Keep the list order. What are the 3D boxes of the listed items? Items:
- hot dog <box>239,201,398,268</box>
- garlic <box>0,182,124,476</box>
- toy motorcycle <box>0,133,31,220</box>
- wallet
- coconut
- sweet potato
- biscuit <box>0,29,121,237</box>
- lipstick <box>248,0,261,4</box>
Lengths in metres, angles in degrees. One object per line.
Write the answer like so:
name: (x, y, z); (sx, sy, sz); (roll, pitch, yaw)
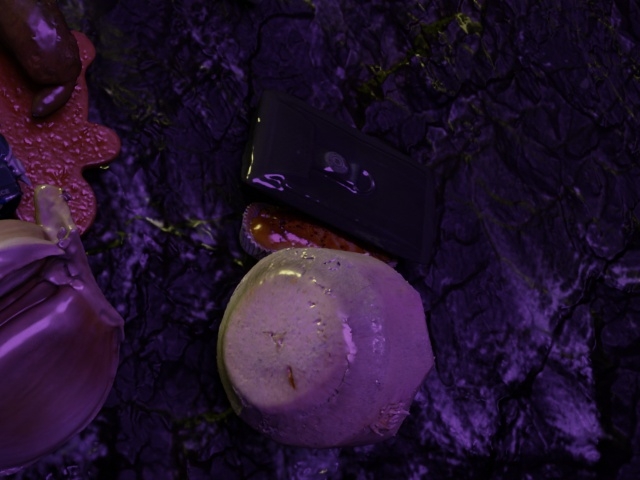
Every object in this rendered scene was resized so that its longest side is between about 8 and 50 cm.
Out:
hot dog: (0.000, 0.000, 1.304); (0.192, 0.053, 0.099); (13, 39, -17)
garlic: (-0.306, 0.097, 1.062); (0.292, 0.237, 0.210); (-40, 81, -9)
toy motorcycle: (-0.398, -0.053, 1.116); (0.221, 0.150, 0.102); (-20, 39, -15)
wallet: (0.029, -0.074, 1.330); (0.245, 0.052, 0.168); (24, 42, -17)
coconut: (0.015, 0.111, 1.200); (0.234, 0.224, 0.224); (18, 61, -54)
sweet potato: (-0.309, -0.280, 1.233); (0.124, 0.098, 0.310); (4, 71, -5)
biscuit: (-0.301, -0.109, 1.240); (0.165, 0.036, 0.250); (-8, 72, -24)
lipstick: (-0.182, -0.351, 1.357); (0.264, 0.059, 0.059); (18, 67, -15)
